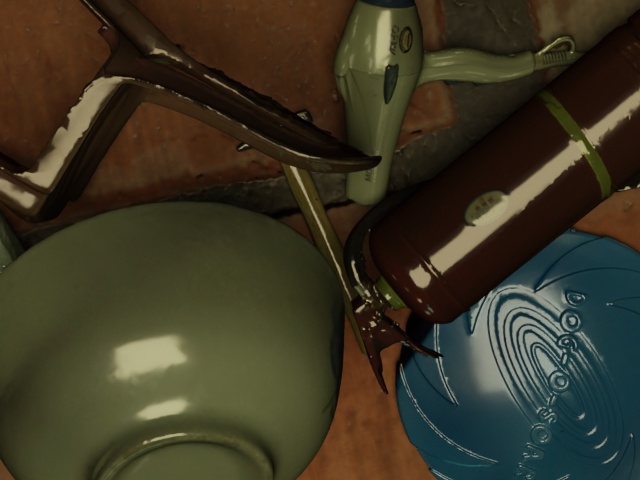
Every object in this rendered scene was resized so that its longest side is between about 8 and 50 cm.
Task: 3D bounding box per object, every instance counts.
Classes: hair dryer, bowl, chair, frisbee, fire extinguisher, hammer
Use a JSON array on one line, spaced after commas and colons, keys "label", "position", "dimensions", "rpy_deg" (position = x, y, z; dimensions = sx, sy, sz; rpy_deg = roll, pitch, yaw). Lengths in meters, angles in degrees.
[{"label": "hair dryer", "position": [0.096, -0.097, 1.498], "dimensions": [0.199, 0.067, 0.167], "rpy_deg": [13, 111, -21]}, {"label": "bowl", "position": [-0.107, 0.124, 1.412], "dimensions": [0.289, 0.146, 0.289], "rpy_deg": [-9, 136, -9]}, {"label": "chair", "position": [-0.141, -0.078, 1.406], "dimensions": [0.326, 0.175, 0.183], "rpy_deg": [35, 90, 1]}, {"label": "frisbee", "position": [0.179, 0.109, 1.542], "dimensions": [0.242, 0.045, 0.242], "rpy_deg": [-1, 101, -3]}, {"label": "fire extinguisher", "position": [0.152, -0.026, 1.476], "dimensions": [0.341, 0.105, 0.141], "rpy_deg": [-40, 101, 3]}, {"label": "hammer", "position": [0.000, 0.000, 1.522], "dimensions": [0.062, 0.013, 0.199], "rpy_deg": [-23, 102, 2]}]

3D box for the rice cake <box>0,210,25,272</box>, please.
[{"label": "rice cake", "position": [-0.243, 0.036, 1.490], "dimensions": [0.063, 0.069, 0.206], "rpy_deg": [-30, 101, 4]}]
